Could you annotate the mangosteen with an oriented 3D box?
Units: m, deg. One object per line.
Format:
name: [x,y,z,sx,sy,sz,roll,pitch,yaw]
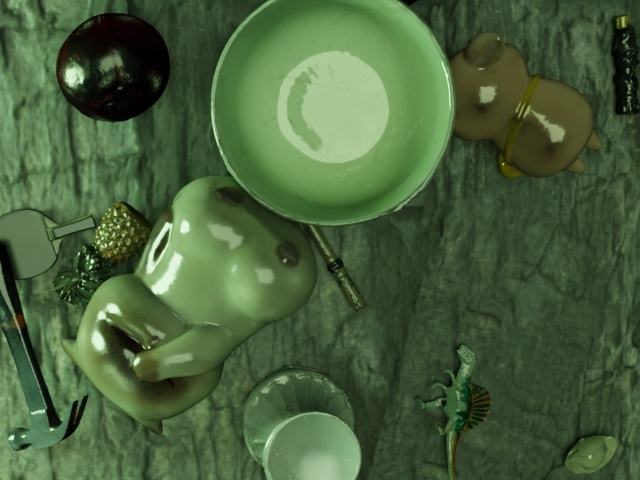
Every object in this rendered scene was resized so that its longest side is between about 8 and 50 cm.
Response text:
mangosteen: [-0.274,-0.232,1.523,0.152,0.152,0.153,-1,97,-8]

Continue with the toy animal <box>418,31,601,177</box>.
toy animal: [0.269,-0.172,1.601,0.248,0.149,0.165,25,100,-15]

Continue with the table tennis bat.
table tennis bat: [-0.384,-0.002,1.590,0.158,0.014,0.095,-18,98,-4]

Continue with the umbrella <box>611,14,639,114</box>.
umbrella: [0.439,-0.251,1.668,0.040,0.037,0.144,-6,101,6]

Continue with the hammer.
hammer: [-0.400,0.139,1.568,0.137,0.037,0.290,-13,96,28]

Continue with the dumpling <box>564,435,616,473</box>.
dumpling: [0.402,0.322,1.732,0.077,0.043,0.059,-40,118,-18]

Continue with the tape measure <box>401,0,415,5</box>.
tape measure: [0.067,-0.395,1.513,0.223,0.202,0.135,52,55,-14]

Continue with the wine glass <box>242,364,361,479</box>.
wine glass: [-0.020,0.267,1.585,0.164,0.196,0.165,-1,95,-9]

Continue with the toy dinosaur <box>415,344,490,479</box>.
toy dinosaur: [0.205,0.251,1.696,0.106,0.044,0.187,-26,99,-20]

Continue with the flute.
flute: [0.000,0.000,1.640,0.027,0.027,0.233,-32,100,-3]

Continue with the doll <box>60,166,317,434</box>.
doll: [-0.164,0.076,1.523,0.215,0.226,0.370,41,90,-9]

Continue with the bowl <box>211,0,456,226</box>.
bowl: [0.018,-0.176,1.511,0.307,0.163,0.307,0,98,2]

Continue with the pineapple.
pineapple: [-0.299,0.023,1.581,0.074,0.074,0.159,41,95,-11]
